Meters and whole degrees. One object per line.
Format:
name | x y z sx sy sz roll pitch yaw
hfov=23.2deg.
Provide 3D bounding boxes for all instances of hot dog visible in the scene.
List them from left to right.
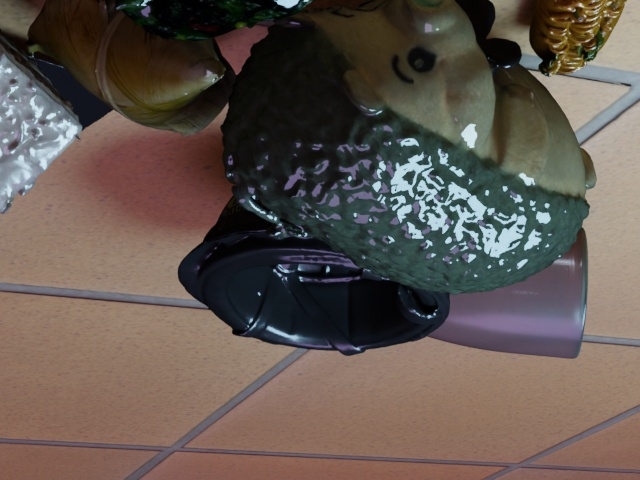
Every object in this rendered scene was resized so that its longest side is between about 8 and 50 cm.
hot dog | 0.209 -0.186 1.247 0.072 0.055 0.188 -2 159 -1

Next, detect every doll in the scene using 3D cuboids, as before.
doll | 0.076 -0.084 1.265 0.247 0.247 0.349 -22 157 38

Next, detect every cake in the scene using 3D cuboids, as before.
cake | -0.270 -0.098 1.175 0.135 0.147 0.134 -46 135 -1

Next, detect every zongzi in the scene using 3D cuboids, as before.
zongzi | -0.103 -0.127 1.202 0.197 0.099 0.194 26 179 34

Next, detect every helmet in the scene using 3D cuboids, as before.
helmet | 0.000 0.000 1.537 0.279 0.160 0.230 27 146 -31

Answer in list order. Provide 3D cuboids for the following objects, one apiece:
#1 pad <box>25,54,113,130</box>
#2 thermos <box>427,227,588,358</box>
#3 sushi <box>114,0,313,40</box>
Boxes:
pad | -0.368 -0.095 1.381 0.247 0.007 0.367 16 150 -38
thermos | 0.155 0.049 1.735 0.265 0.146 0.176 3 -176 4
sushi | -0.044 -0.216 1.037 0.225 0.127 0.124 -22 152 34
